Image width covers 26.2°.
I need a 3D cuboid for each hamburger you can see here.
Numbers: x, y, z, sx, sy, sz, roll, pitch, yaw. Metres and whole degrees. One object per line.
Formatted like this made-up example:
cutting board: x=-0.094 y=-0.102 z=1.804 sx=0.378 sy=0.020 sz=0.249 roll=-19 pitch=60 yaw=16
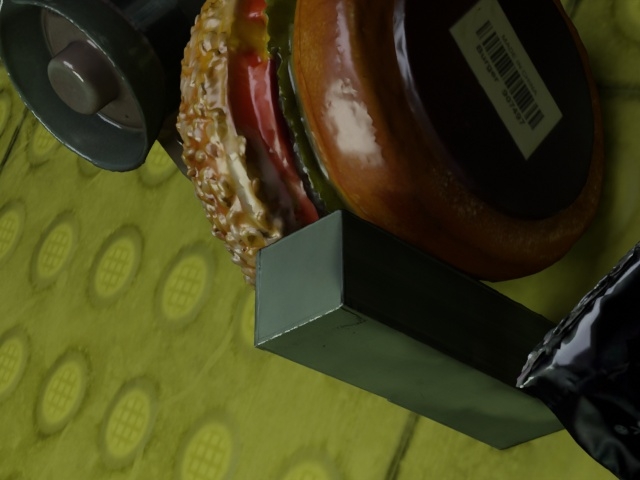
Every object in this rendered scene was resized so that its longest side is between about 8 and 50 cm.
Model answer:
hamburger: x=0.049 y=-0.099 z=1.108 sx=0.250 sy=0.330 sz=0.330 roll=-21 pitch=53 yaw=43

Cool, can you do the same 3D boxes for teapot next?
teapot: x=-0.126 y=-0.229 z=1.409 sx=0.344 sy=0.300 sz=0.253 roll=-45 pitch=14 yaw=-30

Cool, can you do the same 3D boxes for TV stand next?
TV stand: x=0.078 y=0.072 z=1.008 sx=0.088 sy=0.269 sz=0.082 roll=-27 pitch=49 yaw=36

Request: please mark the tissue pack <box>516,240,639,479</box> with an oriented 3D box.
tissue pack: x=0.306 y=0.047 z=0.803 sx=0.245 sy=0.123 sz=0.332 roll=44 pitch=106 yaw=8
